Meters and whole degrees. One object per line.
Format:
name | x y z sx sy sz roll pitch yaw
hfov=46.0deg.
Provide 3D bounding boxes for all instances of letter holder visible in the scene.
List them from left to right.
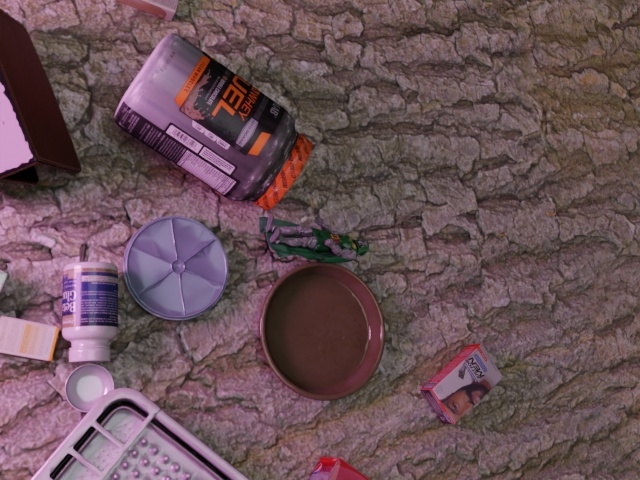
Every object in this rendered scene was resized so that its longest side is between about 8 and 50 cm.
letter holder | -0.564 -0.237 1.311 0.152 0.214 0.302 -22 88 4

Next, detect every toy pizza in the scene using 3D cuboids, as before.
toy pizza | -0.273 0.052 1.429 0.201 0.032 0.201 6 74 -24

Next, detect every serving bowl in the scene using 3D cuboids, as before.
serving bowl | -0.406 0.259 1.321 0.083 0.027 0.083 6 75 -24

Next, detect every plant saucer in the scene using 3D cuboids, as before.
plant saucer | 0.002 0.182 1.523 0.278 0.041 0.278 6 75 -24

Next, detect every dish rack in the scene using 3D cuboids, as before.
dish rack | -0.306 0.448 1.274 0.333 0.072 0.285 38 65 0

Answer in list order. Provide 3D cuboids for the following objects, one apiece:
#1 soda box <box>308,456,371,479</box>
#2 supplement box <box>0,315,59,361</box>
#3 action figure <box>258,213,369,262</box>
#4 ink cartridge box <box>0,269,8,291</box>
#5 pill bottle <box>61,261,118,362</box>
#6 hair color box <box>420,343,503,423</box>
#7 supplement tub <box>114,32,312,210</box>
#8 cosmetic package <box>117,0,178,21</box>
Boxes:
soda box | 0.099 0.524 1.459 0.263 0.092 0.083 38 64 -12
supplement box | -0.504 0.169 1.291 0.098 0.036 0.062 16 72 -21
action figure | 0.000 0.000 1.538 0.232 0.063 0.137 10 35 -30
ink cartridge box | -0.644 0.122 1.230 0.181 0.056 0.224 25 67 -18
pill bottle | -0.402 0.127 1.316 0.094 0.094 0.169 2 77 -25
hair color box | 0.306 0.308 1.628 0.167 0.053 0.093 -36 95 -26
supplement tub | -0.196 -0.214 1.429 0.338 0.207 0.207 33 67 -15
cosmetic package | -0.344 -0.493 1.516 0.115 0.041 0.060 18 72 -20
